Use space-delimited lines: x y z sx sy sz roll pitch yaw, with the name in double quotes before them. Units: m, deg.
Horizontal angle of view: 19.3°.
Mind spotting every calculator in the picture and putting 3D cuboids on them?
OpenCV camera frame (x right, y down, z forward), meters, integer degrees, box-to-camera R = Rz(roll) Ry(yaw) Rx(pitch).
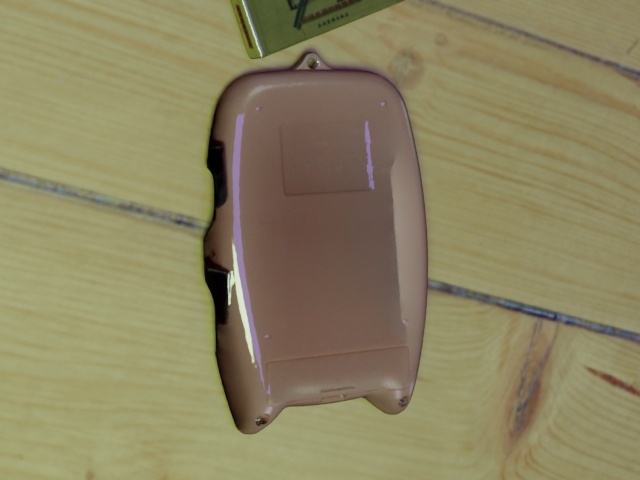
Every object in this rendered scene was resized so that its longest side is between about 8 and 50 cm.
"calculator" 0.000 0.000 1.645 0.220 0.048 0.329 -5 94 -28

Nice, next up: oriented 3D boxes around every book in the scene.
"book" -0.025 -0.290 1.623 0.161 0.026 0.231 -25 105 -26
